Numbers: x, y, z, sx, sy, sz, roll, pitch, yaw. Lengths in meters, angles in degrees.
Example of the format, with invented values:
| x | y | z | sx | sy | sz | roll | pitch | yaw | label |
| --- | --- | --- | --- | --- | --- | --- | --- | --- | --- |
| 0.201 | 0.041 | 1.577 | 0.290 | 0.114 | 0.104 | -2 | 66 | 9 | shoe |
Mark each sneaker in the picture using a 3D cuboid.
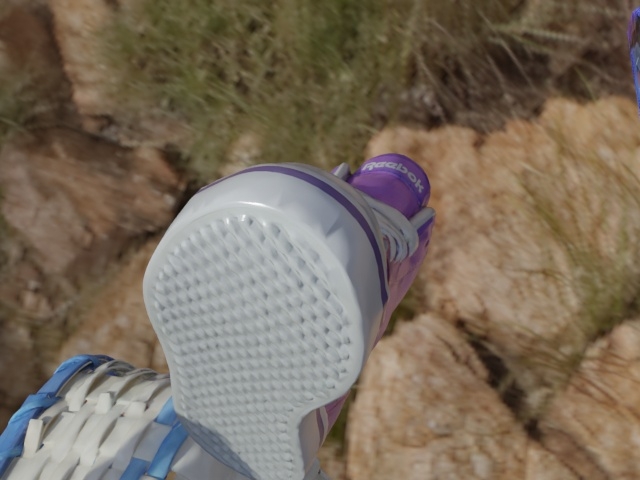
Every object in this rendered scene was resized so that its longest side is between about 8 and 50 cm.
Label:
| x | y | z | sx | sy | sz | roll | pitch | yaw | label |
| --- | --- | --- | --- | --- | --- | --- | --- | --- | --- |
| -0.001 | 0.000 | 0.756 | 0.102 | 0.282 | 0.161 | 32 | 67 | 5 | sneaker |

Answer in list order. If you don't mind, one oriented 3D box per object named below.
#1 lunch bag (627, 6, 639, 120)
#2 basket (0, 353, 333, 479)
| x | y | z | sx | sy | sz | roll | pitch | yaw | label |
| --- | --- | --- | --- | --- | --- | --- | --- | --- | --- |
| 0.389 | -0.008 | 1.016 | 0.328 | 0.239 | 0.385 | -12 | 67 | 0 | lunch bag |
| -0.146 | 0.202 | 1.014 | 0.289 | 0.201 | 0.255 | -5 | 44 | 43 | basket |
